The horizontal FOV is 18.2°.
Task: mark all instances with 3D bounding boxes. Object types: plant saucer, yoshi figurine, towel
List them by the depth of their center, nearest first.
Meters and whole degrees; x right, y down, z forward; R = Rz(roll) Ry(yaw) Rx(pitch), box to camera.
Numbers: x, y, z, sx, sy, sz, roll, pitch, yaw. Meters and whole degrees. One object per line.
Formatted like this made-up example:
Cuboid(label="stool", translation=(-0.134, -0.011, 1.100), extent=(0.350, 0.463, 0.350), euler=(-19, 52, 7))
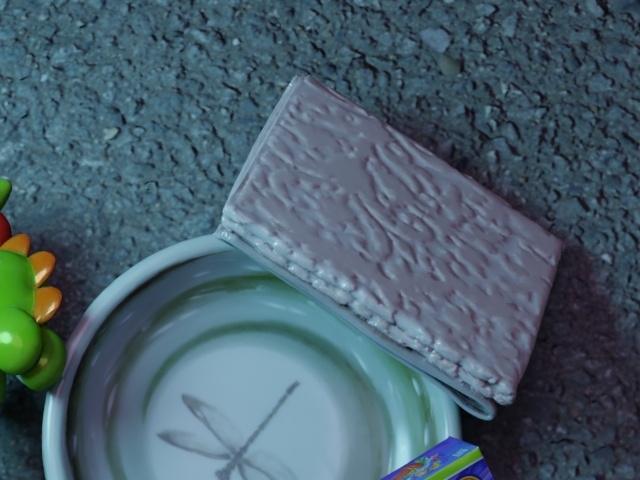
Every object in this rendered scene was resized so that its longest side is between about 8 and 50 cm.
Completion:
Cuboid(label="yoshi figurine", translation=(-0.380, 0.060, 1.909), extent=(0.204, 0.203, 0.362), euler=(-4, 29, -35))
Cuboid(label="plant saucer", translation=(-0.067, 0.193, 1.910), extent=(0.401, 0.100, 0.400), euler=(2, 77, -11))
Cuboid(label="towel", translation=(0.073, -0.003, 1.939), extent=(0.332, 0.053, 0.317), euler=(34, 33, -5))

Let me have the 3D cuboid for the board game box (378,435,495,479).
Cuboid(label="board game box", translation=(0.038, 0.367, 1.804), extent=(0.347, 0.078, 0.233), euler=(-30, 100, -13))
